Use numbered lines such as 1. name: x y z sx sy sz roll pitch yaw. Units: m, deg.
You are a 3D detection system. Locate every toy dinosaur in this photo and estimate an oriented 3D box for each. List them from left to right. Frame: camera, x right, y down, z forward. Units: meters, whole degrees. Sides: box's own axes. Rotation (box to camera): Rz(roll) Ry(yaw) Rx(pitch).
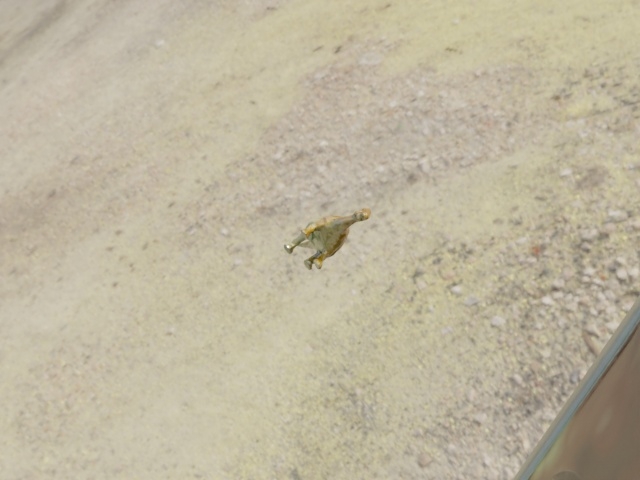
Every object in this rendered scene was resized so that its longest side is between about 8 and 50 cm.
1. toy dinosaur: -0.003 0.001 0.453 0.041 0.026 0.113 -38 3 -28

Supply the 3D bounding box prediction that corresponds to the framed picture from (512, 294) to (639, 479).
1. framed picture: 0.167 0.175 0.462 0.289 0.020 0.211 -65 -3 24
